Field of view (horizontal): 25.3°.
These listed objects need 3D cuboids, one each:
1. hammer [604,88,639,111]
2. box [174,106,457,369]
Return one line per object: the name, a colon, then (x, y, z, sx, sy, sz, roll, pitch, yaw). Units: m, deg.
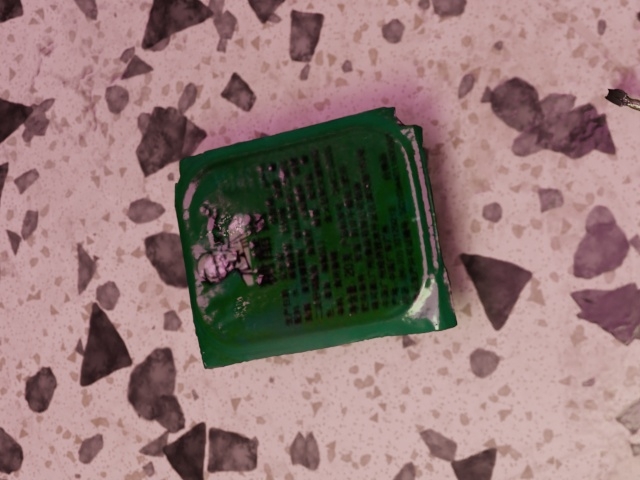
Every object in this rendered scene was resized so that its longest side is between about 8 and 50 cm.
hammer: (0.392, -0.128, 1.538, 0.182, 0.062, 0.017, 23, 101, 18)
box: (0.000, 0.000, 1.705, 0.337, 0.106, 0.264, -11, 85, 27)
